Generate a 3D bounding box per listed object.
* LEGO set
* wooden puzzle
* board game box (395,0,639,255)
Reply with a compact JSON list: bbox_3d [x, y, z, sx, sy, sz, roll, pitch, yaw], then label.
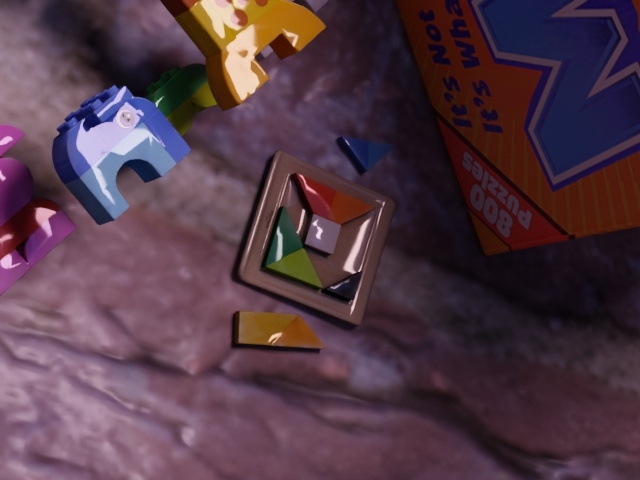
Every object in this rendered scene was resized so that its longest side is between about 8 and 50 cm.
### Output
[{"bbox_3d":[-0.080,-0.087,0.683,0.227,0.087,0.093,-45,105,-26],"label":"LEGO set"},{"bbox_3d":[0.000,0.000,0.756,0.079,0.014,0.116,16,76,-26],"label":"wooden puzzle"},{"bbox_3d":[0.250,-0.231,0.721,0.356,0.356,0.356,-22,94,-28],"label":"board game box"}]
